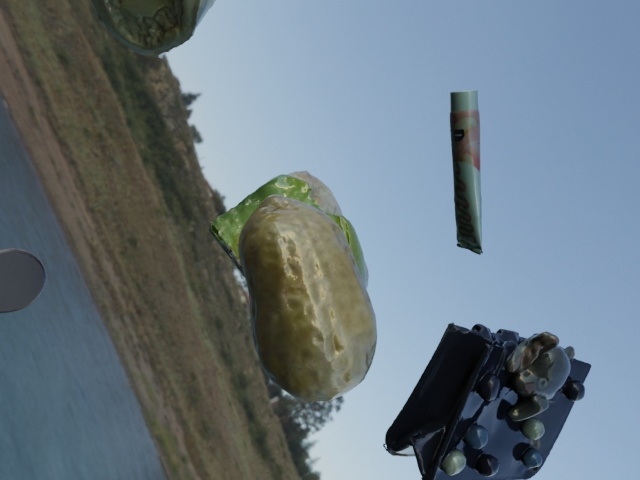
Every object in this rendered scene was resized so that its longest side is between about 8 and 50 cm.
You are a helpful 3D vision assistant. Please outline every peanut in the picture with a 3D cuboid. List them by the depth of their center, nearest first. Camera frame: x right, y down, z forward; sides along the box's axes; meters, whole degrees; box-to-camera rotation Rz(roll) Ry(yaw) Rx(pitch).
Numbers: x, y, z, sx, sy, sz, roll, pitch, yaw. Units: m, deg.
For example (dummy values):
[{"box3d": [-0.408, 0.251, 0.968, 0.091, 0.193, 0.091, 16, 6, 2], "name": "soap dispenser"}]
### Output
[{"box3d": [-0.017, 0.054, 0.590, 0.129, 0.129, 0.224, 113, -34, -66], "name": "peanut"}]

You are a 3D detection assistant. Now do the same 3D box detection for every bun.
[{"box3d": [-0.226, -0.463, 0.843, 0.202, 0.364, 0.364, 33, -2, -26], "name": "bun"}]

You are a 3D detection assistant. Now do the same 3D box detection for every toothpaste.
[{"box3d": [0.186, -0.086, 0.725, 0.056, 0.036, 0.205, -147, -131, -68], "name": "toothpaste"}]

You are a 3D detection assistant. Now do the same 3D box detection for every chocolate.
[{"box3d": [0.000, 0.000, 1.124, 0.309, 0.134, 0.134, 62, -14, -26], "name": "chocolate"}]

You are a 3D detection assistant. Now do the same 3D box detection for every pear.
[{"box3d": [-0.020, 0.063, 0.932, 0.286, 0.176, 0.282, 49, -11, 34], "name": "pear"}]

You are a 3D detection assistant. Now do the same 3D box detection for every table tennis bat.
[{"box3d": [-0.484, 0.085, 0.843, 0.119, 0.170, 0.107, 25, -60, 46], "name": "table tennis bat"}]

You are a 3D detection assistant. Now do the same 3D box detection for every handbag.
[{"box3d": [0.279, 0.241, 0.853, 0.118, 0.326, 0.269, 35, -75, 47], "name": "handbag"}]
